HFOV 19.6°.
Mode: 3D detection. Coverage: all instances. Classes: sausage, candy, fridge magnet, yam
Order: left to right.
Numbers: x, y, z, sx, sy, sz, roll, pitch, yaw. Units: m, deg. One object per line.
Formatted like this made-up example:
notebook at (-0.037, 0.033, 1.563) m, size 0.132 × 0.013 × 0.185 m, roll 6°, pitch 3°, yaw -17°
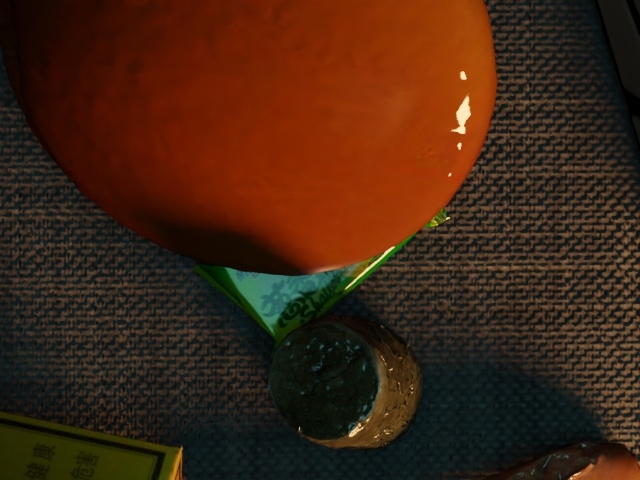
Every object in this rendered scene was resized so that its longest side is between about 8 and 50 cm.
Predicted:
fridge magnet at (-0.053, -0.136, 1.301) m, size 0.363 × 0.155 × 0.363 m, roll 9°, pitch 126°, yaw 12°
candy at (0.000, 0.000, 1.424) m, size 0.178 × 0.032 × 0.102 m, roll -41°, pitch 95°, yaw -2°
yam at (0.018, 0.105, 1.370) m, size 0.107 × 0.183 × 0.107 m, roll -1°, pitch 85°, yaw 10°
sausage at (0.104, 0.216, 1.423) m, size 0.304 × 0.078 × 0.078 m, roll -13°, pitch 94°, yaw -4°

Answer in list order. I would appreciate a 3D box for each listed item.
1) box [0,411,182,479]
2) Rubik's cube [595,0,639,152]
box at (-0.265, 0.213, 1.318) m, size 0.301 × 0.084 × 0.193 m, roll 11°, pitch 48°, yaw 3°
Rubik's cube at (0.386, -0.110, 1.327) m, size 0.283 × 0.288 × 0.293 m, roll -16°, pitch 92°, yaw -5°
